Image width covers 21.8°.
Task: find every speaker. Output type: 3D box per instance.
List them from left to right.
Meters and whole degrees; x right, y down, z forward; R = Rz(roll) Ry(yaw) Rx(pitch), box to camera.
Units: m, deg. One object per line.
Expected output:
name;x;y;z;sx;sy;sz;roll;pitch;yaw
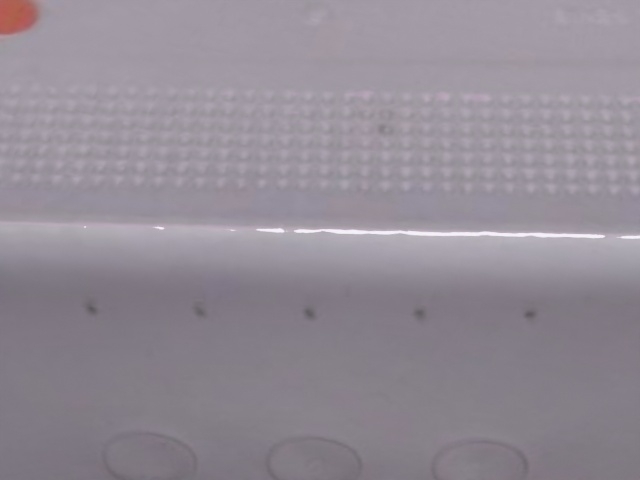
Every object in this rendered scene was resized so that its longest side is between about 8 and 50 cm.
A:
speaker;0.000;0.000;0.693;0.406;0.184;0.183;1;51;2
